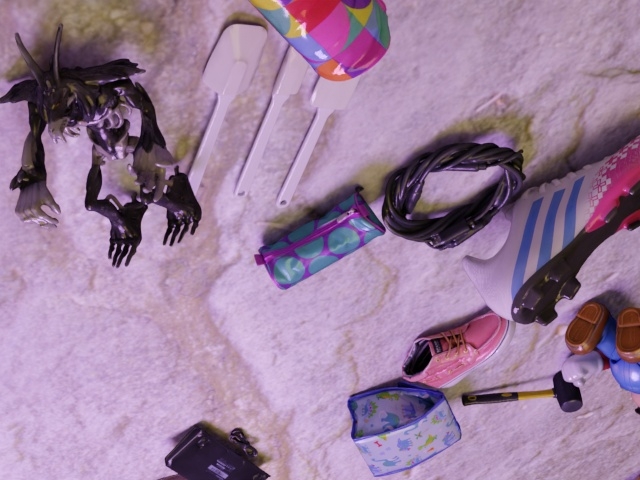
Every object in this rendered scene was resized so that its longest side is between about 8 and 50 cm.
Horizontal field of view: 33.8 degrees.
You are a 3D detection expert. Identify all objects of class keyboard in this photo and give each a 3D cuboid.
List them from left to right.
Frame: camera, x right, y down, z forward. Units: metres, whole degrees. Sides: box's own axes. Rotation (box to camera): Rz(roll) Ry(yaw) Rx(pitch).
[{"bbox_3d":[-0.147,0.335,1.605,0.108,0.023,0.180,-43,132,3],"label":"keyboard"}]

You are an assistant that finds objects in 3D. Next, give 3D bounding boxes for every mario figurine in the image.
[{"bbox_3d":[0.497,0.225,1.603,0.170,0.198,0.320,-44,130,10],"label":"mario figurine"}]

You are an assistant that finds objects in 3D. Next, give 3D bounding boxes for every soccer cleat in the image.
[{"bbox_3d":[0.314,-0.045,1.308,0.331,0.143,0.116,-44,143,-5],"label":"soccer cleat"}]

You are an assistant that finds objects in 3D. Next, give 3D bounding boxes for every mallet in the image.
[{"bbox_3d":[0.320,0.252,1.661,0.190,0.062,0.039,-10,137,-8],"label":"mallet"}]

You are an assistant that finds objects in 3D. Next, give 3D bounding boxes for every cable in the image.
[{"bbox_3d":[0.164,-0.065,1.280,0.184,0.047,0.150,-36,131,24],"label":"cable"}]

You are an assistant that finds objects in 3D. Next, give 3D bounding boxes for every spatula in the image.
[{"bbox_3d":[-0.062,-0.127,1.150,0.168,0.019,0.242,2,137,-28],"label":"spatula"}]

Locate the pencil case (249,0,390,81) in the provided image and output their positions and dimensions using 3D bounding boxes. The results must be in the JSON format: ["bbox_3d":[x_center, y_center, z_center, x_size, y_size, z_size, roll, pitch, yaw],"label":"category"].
[{"bbox_3d":[-0.025,-0.247,0.969,0.104,0.104,0.236,-31,138,15],"label":"pencil case"}]

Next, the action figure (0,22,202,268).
[{"bbox_3d":[-0.218,-0.081,1.052,0.164,0.141,0.275,-14,142,13],"label":"action figure"}]

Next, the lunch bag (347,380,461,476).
[{"bbox_3d":[0.130,0.281,1.602,0.151,0.096,0.129,-15,140,12],"label":"lunch bag"}]

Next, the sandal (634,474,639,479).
[{"bbox_3d":[0.634,0.480,2.031,0.219,0.060,0.090,-26,134,31],"label":"sandal"}]

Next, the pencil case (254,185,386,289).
[{"bbox_3d":[0.000,0.000,1.271,0.152,0.064,0.070,-31,153,14],"label":"pencil case"}]

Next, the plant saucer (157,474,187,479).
[{"bbox_3d":[-0.216,0.484,1.741,0.311,0.050,0.310,-9,138,-8],"label":"plant saucer"}]

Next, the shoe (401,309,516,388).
[{"bbox_3d":[0.195,0.153,1.507,0.081,0.063,0.178,14,135,-38],"label":"shoe"}]
